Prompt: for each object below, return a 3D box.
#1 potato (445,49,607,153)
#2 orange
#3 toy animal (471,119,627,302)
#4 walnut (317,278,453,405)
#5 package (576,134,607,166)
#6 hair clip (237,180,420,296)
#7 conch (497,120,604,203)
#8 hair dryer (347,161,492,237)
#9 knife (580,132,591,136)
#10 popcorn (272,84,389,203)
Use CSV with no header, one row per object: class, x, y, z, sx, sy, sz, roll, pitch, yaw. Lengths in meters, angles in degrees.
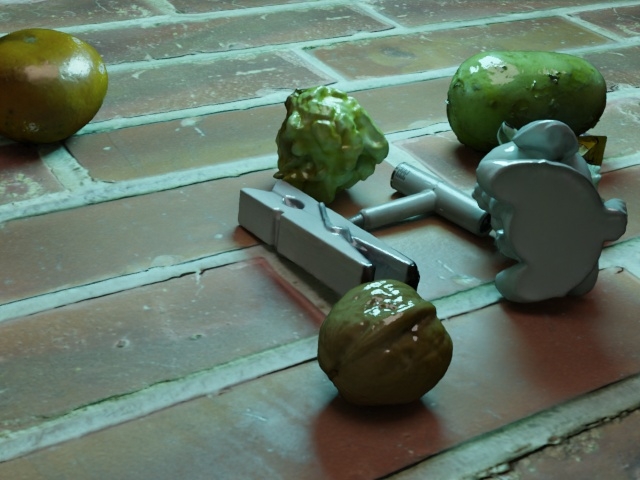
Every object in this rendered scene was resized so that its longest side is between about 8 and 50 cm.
potato,0.374,-0.252,1.806,0.307,0.210,0.173,-5,52,-4
orange,-0.486,-0.262,1.705,0.240,0.171,0.240,4,35,-3
toy animal,0.331,-0.061,1.461,0.206,0.272,0.265,-13,18,10
walnut,0.077,0.123,1.190,0.166,0.149,0.166,7,57,-10
package,0.468,-0.146,1.783,0.047,0.071,0.131,22,35,27
hair clip,-0.001,0.004,1.433,0.101,0.085,0.331,-15,30,-35
conch,0.383,-0.083,1.633,0.234,0.137,0.114,29,10,20
hair dryer,0.141,-0.043,1.566,0.220,0.054,0.195,-24,42,-39
knife,0.438,-0.241,1.994,0.247,0.018,0.035,21,30,19
popcorn,0.004,-0.154,1.610,0.167,0.185,0.187,43,18,18
